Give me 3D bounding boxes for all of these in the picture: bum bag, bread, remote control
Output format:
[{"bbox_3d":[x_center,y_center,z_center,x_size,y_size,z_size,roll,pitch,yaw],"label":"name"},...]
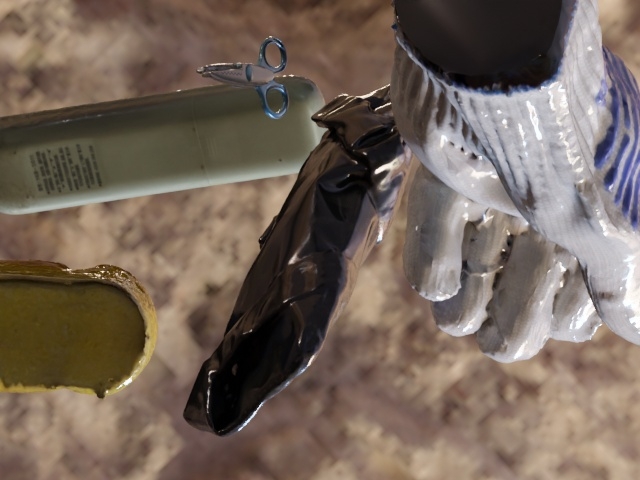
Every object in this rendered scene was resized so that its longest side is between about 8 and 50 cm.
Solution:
[{"bbox_3d":[0.000,0.000,1.227,0.074,0.137,0.310,34,-122,-18],"label":"bum bag"},{"bbox_3d":[-0.247,0.064,1.414,0.094,0.245,0.102,-94,6,-85],"label":"bread"},{"bbox_3d":[-0.145,-0.079,1.571,0.038,0.309,0.090,-80,-21,-64],"label":"remote control"}]

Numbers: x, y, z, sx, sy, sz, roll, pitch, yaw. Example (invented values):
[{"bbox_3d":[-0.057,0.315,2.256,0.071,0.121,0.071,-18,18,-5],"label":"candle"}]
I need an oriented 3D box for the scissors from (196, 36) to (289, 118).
[{"bbox_3d":[-0.051,-0.114,1.271,0.119,0.014,0.058,-3,-88,-63],"label":"scissors"}]

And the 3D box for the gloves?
[{"bbox_3d":[0.080,-0.026,0.689,0.119,0.097,0.229,40,157,30],"label":"gloves"}]
